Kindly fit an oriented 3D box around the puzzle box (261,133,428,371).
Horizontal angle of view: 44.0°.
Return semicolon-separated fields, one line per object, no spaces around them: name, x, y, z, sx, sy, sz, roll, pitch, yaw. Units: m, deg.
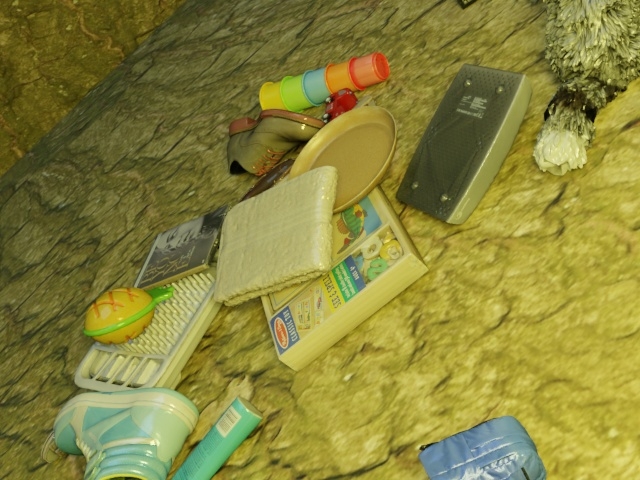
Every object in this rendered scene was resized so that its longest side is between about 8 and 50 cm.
puzzle box;0.000;0.000;1.365;0.272;0.052;0.408;-40;36;13

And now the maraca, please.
maraca;-0.356;0.130;1.473;0.127;0.099;0.186;1;25;45

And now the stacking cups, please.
stacking cups;0.010;-0.344;1.786;0.316;0.096;0.096;-7;46;36

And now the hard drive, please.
hard drive;0.233;-0.155;1.279;0.172;0.054;0.254;32;97;57

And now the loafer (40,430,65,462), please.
loafer;-0.478;0.367;1.500;0.039;0.045;0.125;12;57;44

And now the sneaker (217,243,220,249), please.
sneaker;-0.241;0.009;1.645;0.171;0.063;0.074;-19;33;25

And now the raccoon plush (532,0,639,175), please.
raccoon plush;0.398;-0.359;1.176;0.216;0.299;0.446;-10;45;40

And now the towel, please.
towel;-0.077;0.000;1.332;0.282;0.049;0.187;-19;58;43

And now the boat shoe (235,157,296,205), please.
boat shoe;-0.111;-0.090;1.620;0.207;0.073;0.073;-40;33;-11

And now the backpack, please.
backpack;0.187;0.260;0.868;0.120;0.098;0.101;-28;42;0

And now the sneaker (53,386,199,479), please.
sneaker;-0.363;0.360;1.301;0.319;0.127;0.208;-19;36;34

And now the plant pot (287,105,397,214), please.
plant pot;0.040;-0.131;1.372;0.236;0.032;0.236;-27;41;26

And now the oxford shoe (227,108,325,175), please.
oxford shoe;-0.100;-0.200;1.699;0.348;0.123;0.130;-2;75;62

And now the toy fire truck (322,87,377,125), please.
toy fire truck;0.070;-0.265;1.652;0.135;0.047;0.192;-24;36;26

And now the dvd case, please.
dvd case;-0.280;0.020;1.587;0.221;0.018;0.164;-21;37;34

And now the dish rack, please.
dish rack;-0.303;0.165;1.523;0.286;0.072;0.332;-3;49;46

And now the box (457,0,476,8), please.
box;0.340;-0.609;1.738;0.147;0.077;0.180;-30;34;18

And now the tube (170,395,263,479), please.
tube;-0.173;0.333;1.212;0.207;0.052;0.080;-49;19;0
